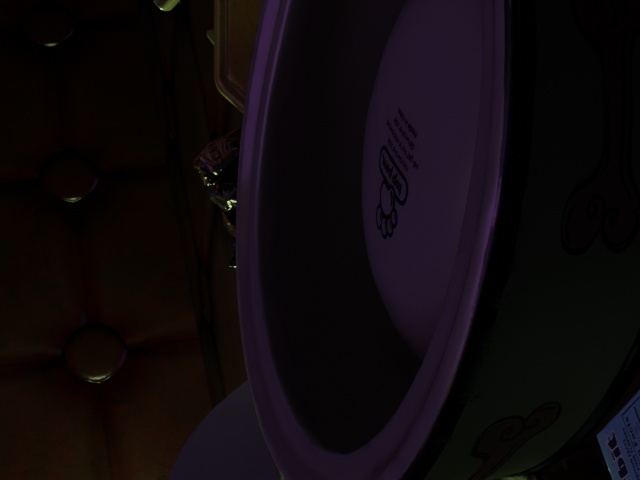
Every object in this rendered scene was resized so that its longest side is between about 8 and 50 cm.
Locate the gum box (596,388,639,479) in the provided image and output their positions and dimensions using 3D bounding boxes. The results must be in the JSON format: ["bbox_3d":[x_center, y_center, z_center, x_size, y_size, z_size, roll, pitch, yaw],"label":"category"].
[{"bbox_3d":[0.189,0.031,0.359,0.184,0.157,0.041,107,153,-59],"label":"gum box"}]

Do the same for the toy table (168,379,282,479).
[{"bbox_3d":[-0.017,0.237,1.154,0.252,0.274,0.161,29,142,43],"label":"toy table"}]

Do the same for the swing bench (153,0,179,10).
[{"bbox_3d":[-0.129,-0.370,1.141,0.165,0.253,0.255,53,-164,27],"label":"swing bench"}]

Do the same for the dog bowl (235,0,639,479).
[{"bbox_3d":[0.075,-0.050,0.678,0.408,0.150,0.408,-176,90,-71],"label":"dog bowl"}]

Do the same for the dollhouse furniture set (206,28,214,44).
[{"bbox_3d":[-0.012,-0.204,1.256,0.259,0.135,0.262,53,150,44],"label":"dollhouse furniture set"}]

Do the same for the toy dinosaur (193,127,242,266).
[{"bbox_3d":[0.000,0.000,1.117,0.164,0.322,0.218,-47,60,25],"label":"toy dinosaur"}]

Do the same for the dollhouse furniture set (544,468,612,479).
[{"bbox_3d":[0.152,0.209,0.515,0.242,0.212,0.161,-26,-71,-75],"label":"dollhouse furniture set"}]

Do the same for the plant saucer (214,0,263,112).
[{"bbox_3d":[0.004,-0.182,0.978,0.333,0.081,0.333,44,143,40],"label":"plant saucer"}]
